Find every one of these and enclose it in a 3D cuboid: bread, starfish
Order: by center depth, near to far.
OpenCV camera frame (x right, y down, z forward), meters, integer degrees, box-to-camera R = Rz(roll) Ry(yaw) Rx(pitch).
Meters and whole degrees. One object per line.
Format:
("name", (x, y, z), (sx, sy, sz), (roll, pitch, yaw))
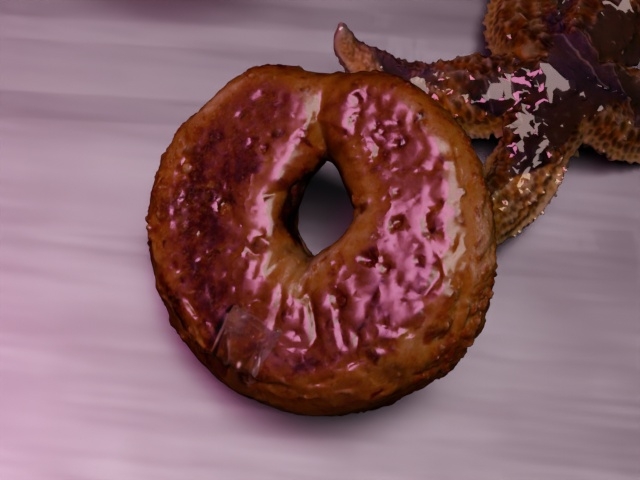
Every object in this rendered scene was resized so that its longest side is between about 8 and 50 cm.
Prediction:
("bread", (0.000, 0.000, 0.764), (0.193, 0.064, 0.193), (-2, 86, 20))
("starfish", (0.119, -0.090, 0.832), (0.216, 0.071, 0.238), (22, 65, 6))
